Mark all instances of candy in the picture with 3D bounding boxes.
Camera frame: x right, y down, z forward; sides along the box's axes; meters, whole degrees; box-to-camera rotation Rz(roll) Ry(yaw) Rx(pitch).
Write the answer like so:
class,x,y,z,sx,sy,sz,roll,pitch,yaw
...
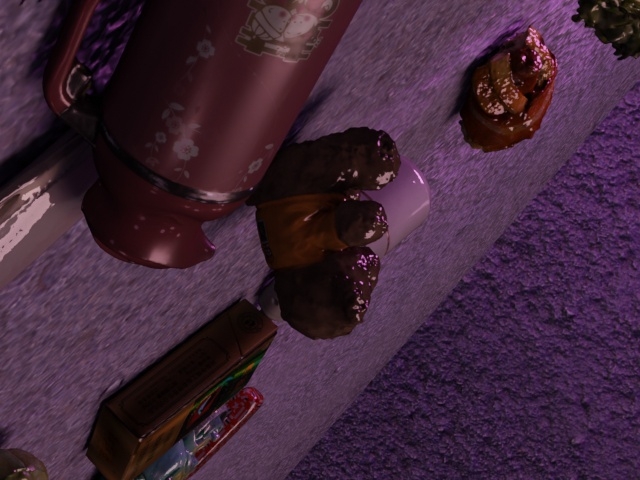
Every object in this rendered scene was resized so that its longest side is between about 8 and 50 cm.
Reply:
class,x,y,z,sx,sy,sz,roll,pitch,yaw
candy,-0.383,0.274,1.073,0.093,0.092,0.335,-6,-171,41

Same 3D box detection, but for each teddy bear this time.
class,x,y,z,sx,sy,sz,roll,pitch,yaw
teddy bear,0.000,0.000,1.158,0.140,0.190,0.177,-7,173,-23

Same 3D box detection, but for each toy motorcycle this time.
class,x,y,z,sx,sy,sz,roll,pitch,yaw
toy motorcycle,-0.246,0.349,1.701,0.296,0.109,0.198,-53,164,27

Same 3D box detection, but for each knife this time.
class,x,y,z,sx,sy,sz,roll,pitch,yaw
knife,-0.200,-0.010,0.765,0.265,0.040,0.073,-42,157,-17

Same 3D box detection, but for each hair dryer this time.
class,x,y,z,sx,sy,sz,roll,pitch,yaw
hair dryer,-0.010,0.030,1.502,0.173,0.108,0.357,-35,174,-38

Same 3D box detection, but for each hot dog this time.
class,x,y,z,sx,sy,sz,roll,pitch,yaw
hot dog,0.254,-0.190,1.581,0.146,0.103,0.213,-43,167,-8

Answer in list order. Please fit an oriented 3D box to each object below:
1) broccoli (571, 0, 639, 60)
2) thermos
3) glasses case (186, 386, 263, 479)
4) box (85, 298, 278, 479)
class,x,y,z,sx,sy,sz,roll,pitch,yaw
broccoli,0.391,-0.314,1.274,0.248,0.245,0.288,-55,173,2
thermos,-0.063,-0.107,0.681,0.136,0.109,0.330,-14,144,-47
glasses case,-0.172,0.310,1.960,0.194,0.049,0.073,-45,170,1
box,-0.171,0.188,1.489,0.240,0.071,0.159,-37,164,-35
